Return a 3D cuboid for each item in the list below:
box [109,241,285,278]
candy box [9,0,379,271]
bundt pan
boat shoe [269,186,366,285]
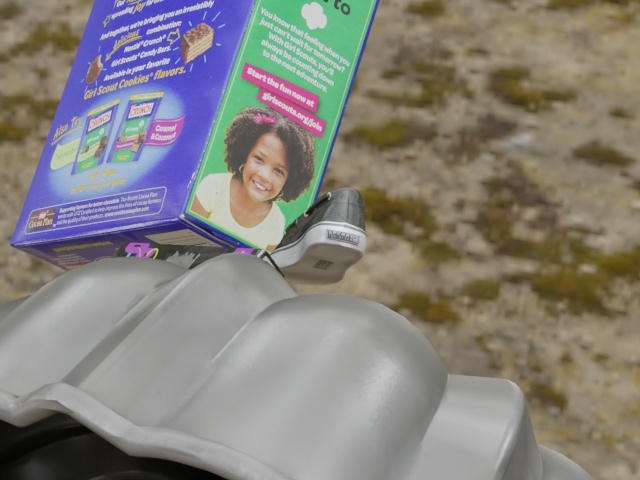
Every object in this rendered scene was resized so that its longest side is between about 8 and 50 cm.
[{"bbox_3d":[-0.110,0.051,1.058,0.162,0.029,0.116,4,47,50],"label":"box"},{"bbox_3d":[-0.097,-0.127,1.363,0.122,0.317,0.268,27,-20,-34],"label":"candy box"},{"bbox_3d":[-0.020,0.133,0.622,0.330,0.331,0.124,18,48,19],"label":"bundt pan"},{"bbox_3d":[0.000,0.000,1.094,0.049,0.142,0.040,13,75,-15],"label":"boat shoe"}]
